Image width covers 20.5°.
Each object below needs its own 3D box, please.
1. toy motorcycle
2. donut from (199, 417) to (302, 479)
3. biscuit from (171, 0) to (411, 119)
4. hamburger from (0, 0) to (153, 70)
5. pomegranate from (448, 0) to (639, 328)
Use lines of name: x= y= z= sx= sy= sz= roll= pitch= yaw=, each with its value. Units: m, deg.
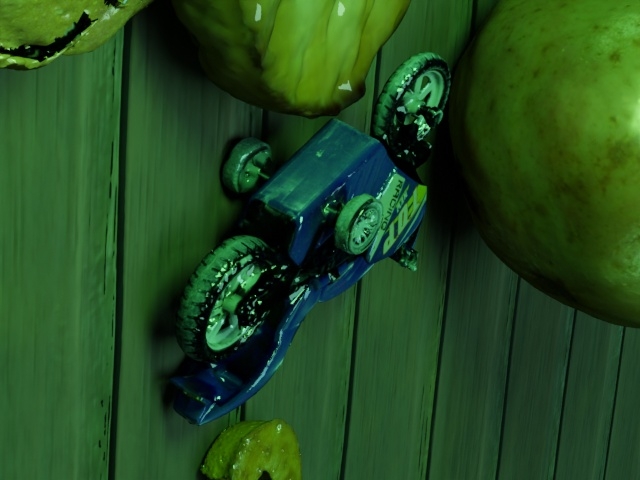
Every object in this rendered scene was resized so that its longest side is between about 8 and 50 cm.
toy motorcycle: x=0.000 y=0.000 z=1.276 sx=0.315 sy=0.113 sz=0.169 roll=-46 pitch=150 yaw=-29
donut: x=-0.053 y=0.183 z=1.329 sx=0.097 sy=0.043 sz=0.108 roll=-25 pitch=123 yaw=-55
biscuit: x=-0.010 y=-0.229 z=1.153 sx=0.296 sy=0.102 sz=0.296 roll=-46 pitch=145 yaw=-47
hamburger: x=-0.146 y=-0.192 z=0.890 sx=0.231 sy=0.107 sz=0.231 roll=-40 pitch=150 yaw=-29
pomegranate: x=0.272 y=-0.102 z=1.511 sx=0.342 sy=0.342 sz=0.342 roll=-35 pitch=132 yaw=-50
